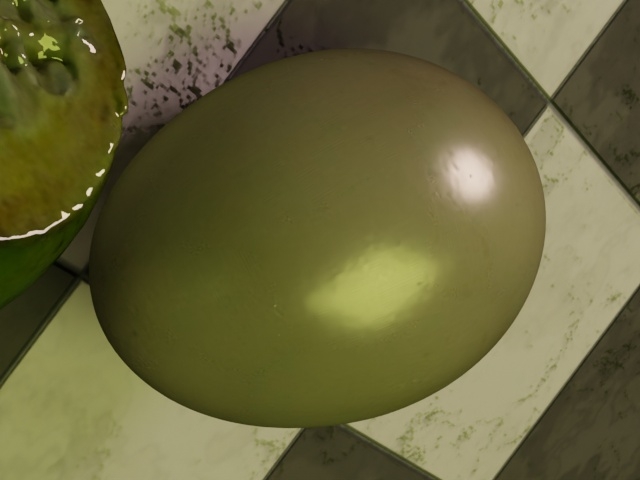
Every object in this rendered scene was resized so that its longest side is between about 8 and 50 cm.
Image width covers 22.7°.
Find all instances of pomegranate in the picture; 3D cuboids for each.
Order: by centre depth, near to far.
[{"bbox_3d":[-0.193,-0.029,0.567,0.159,0.190,0.241,-36,-165,37],"label":"pomegranate"}]

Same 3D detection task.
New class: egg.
[{"bbox_3d":[0.000,0.000,0.799,0.241,0.186,0.186,-17,131,-23],"label":"egg"}]
